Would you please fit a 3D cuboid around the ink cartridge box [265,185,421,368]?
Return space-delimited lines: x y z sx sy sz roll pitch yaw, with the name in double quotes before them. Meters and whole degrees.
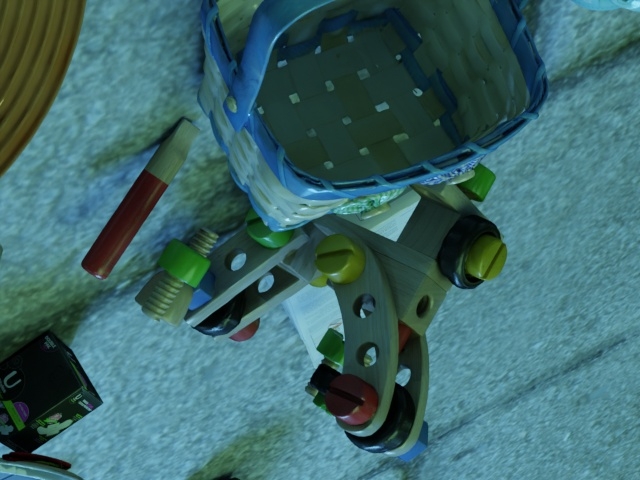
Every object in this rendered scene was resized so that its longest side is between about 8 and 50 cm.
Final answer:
"ink cartridge box" 0.042 0.017 1.788 0.181 0.056 0.224 -32 159 -6

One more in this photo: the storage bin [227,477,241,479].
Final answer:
"storage bin" -0.115 0.353 2.079 0.084 0.122 0.180 -18 149 -31

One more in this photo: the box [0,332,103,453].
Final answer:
"box" -0.237 0.129 1.630 0.083 0.062 0.052 -34 155 0

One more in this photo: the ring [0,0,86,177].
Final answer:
"ring" -0.273 -0.143 0.989 0.337 0.032 0.336 -12 111 -32

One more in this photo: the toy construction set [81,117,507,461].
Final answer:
"toy construction set" 0.000 0.000 1.543 0.309 0.257 0.237 33 90 -29

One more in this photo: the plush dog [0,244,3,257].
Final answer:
"plush dog" -0.334 -0.027 1.151 0.225 0.210 0.262 -18 162 31

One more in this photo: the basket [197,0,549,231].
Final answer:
"basket" 0.047 -0.138 1.354 0.255 0.201 0.289 -23 161 -21

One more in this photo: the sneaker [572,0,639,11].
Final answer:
"sneaker" 0.239 -0.237 1.489 0.150 0.135 0.366 -46 151 15

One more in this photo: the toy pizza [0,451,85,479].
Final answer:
"toy pizza" -0.289 0.198 1.636 0.201 0.032 0.201 3 160 1
